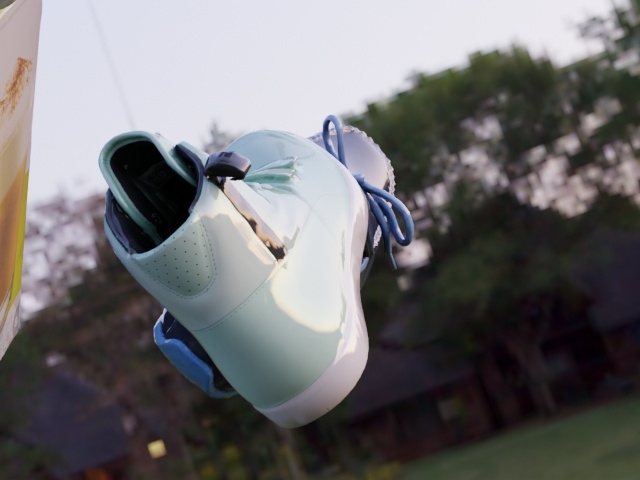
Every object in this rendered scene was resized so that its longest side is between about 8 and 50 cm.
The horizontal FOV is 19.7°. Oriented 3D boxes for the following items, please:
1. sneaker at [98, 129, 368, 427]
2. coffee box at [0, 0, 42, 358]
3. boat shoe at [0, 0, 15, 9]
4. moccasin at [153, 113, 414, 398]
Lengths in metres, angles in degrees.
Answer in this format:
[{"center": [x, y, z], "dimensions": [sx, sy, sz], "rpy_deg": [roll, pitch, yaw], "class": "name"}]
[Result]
[{"center": [-0.049, -0.028, 0.984], "dimensions": [0.094, 0.151, 0.256], "rpy_deg": [-35, 27, 12], "class": "sneaker"}, {"center": [-0.415, -0.025, 1.336], "dimensions": [0.338, 0.334, 0.337], "rpy_deg": [12, 28, 3], "class": "coffee box"}, {"center": [-0.300, -0.224, 1.292], "dimensions": [0.228, 0.079, 0.081], "rpy_deg": [21, 22, 9], "class": "boat shoe"}, {"center": [0.000, 0.000, 1.368], "dimensions": [0.117, 0.138, 0.342], "rpy_deg": [-47, 8, 33], "class": "moccasin"}]
